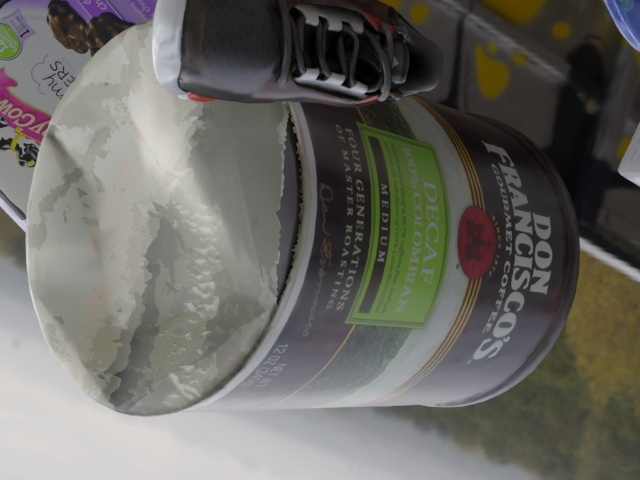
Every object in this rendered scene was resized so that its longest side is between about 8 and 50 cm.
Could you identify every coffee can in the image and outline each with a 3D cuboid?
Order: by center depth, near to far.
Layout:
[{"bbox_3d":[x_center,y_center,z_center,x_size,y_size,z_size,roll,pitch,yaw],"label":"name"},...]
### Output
[{"bbox_3d":[0.000,0.000,0.625,0.201,0.202,0.275,11,-178,40],"label":"coffee can"}]

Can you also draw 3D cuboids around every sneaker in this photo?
[{"bbox_3d":[0.001,-0.078,0.407,0.065,0.061,0.158,16,-164,29],"label":"sneaker"}]

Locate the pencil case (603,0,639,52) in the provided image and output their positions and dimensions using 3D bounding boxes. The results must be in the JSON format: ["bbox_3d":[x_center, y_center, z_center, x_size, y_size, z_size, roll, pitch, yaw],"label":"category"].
[{"bbox_3d":[0.338,-0.244,0.761,0.306,0.119,0.133,-25,172,23],"label":"pencil case"}]

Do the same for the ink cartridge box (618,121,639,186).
[{"bbox_3d":[0.227,-0.056,0.453,0.061,0.104,0.181,27,175,-26],"label":"ink cartridge box"}]

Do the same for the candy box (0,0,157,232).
[{"bbox_3d":[-0.183,-0.112,0.794,0.165,0.196,0.070,50,166,-19],"label":"candy box"}]
